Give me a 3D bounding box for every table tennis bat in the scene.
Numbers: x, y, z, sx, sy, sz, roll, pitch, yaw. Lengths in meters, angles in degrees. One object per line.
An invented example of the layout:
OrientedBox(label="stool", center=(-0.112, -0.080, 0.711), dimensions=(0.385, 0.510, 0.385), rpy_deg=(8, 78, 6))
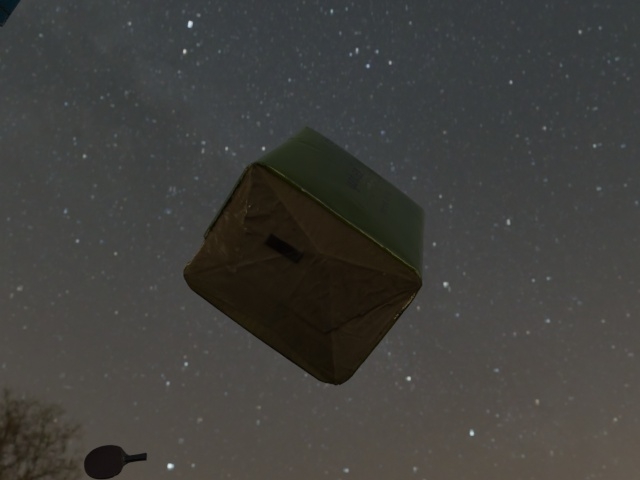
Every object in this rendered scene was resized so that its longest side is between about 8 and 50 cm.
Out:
OrientedBox(label="table tennis bat", center=(-0.280, 0.301, 0.985), dimensions=(0.083, 0.050, 0.007), rpy_deg=(-4, -46, -12))

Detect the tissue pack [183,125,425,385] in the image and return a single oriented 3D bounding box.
OrientedBox(label="tissue pack", center=(0.000, 0.000, 0.814), dimensions=(0.200, 0.274, 0.167), rpy_deg=(35, -73, -2))

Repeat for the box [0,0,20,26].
OrientedBox(label="box", center=(-0.468, -0.334, 0.875), dimensions=(0.194, 0.073, 0.139), rpy_deg=(14, -20, 36))
